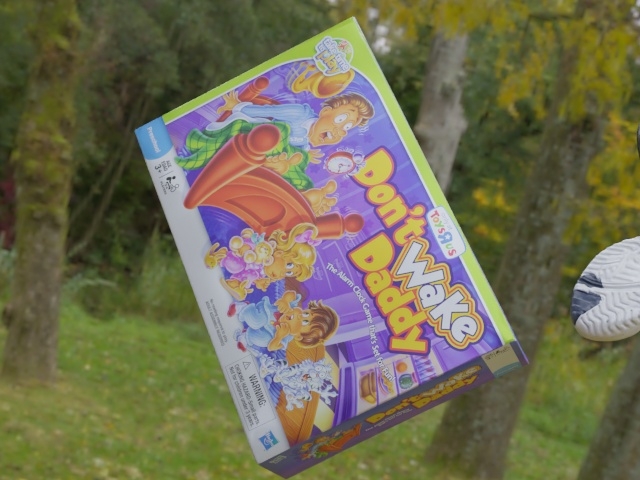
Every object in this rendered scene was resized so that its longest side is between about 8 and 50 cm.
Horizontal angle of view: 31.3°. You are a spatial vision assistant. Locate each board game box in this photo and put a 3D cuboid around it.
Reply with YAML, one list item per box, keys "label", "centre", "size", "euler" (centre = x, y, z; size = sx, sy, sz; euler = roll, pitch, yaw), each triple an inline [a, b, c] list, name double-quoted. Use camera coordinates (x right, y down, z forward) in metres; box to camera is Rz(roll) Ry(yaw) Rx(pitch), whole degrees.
- label: "board game box"
  centre: [0.000, 0.000, 1.014]
  size: [0.233, 0.347, 0.078]
  euler: [-27, -26, 6]

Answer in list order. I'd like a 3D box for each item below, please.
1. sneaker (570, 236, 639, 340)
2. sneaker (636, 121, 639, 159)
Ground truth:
- label: "sneaker"
  centre: [0.336, 0.057, 1.126]
  size: [0.094, 0.235, 0.153]
  euler: [30, -33, 34]
- label: "sneaker"
  centre: [0.246, -0.030, 0.533]
  size: [0.191, 0.071, 0.083]
  euler: [11, -19, -26]
